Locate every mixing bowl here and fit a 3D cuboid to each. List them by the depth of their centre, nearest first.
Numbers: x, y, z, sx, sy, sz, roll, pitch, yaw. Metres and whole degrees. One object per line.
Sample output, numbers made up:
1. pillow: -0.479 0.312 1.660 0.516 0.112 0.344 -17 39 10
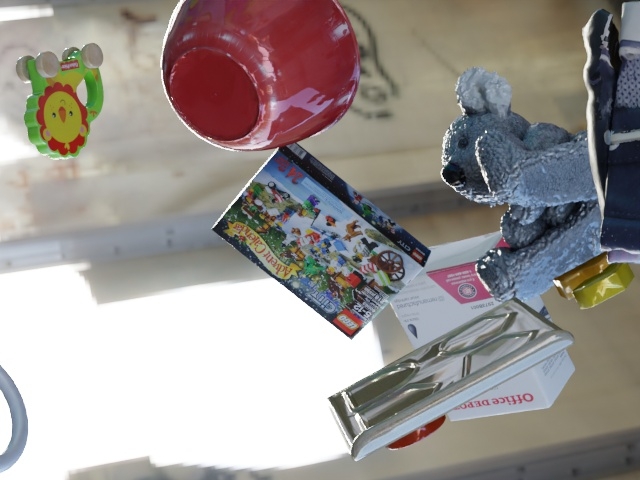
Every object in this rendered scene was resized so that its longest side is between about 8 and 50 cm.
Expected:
1. mixing bowl: -0.066 -0.144 1.211 0.098 0.181 0.181 -52 155 -48

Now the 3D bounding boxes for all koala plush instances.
1. koala plush: 0.217 -0.077 1.579 0.221 0.203 0.196 40 -36 47

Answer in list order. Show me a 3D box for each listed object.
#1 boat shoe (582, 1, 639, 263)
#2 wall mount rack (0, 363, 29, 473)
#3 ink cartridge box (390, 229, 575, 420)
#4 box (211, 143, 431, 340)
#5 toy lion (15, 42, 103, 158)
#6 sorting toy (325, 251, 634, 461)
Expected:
1. boat shoe: 0.319 -0.046 0.825 0.127 0.340 0.158 24 72 -69
2. wall mount rack: -0.375 0.055 0.982 0.130 0.350 0.304 -38 -143 25
3. ink cartridge box: 0.220 0.122 1.969 0.172 0.100 0.237 -14 -69 38
4. box: 0.000 0.000 1.792 0.159 0.233 0.044 -48 -174 34
5. toy lion: -0.227 -0.122 1.264 0.034 0.100 0.096 -6 -79 32
6. sorting toy: 0.154 0.104 1.282 0.041 0.307 0.229 62 -2 -6
